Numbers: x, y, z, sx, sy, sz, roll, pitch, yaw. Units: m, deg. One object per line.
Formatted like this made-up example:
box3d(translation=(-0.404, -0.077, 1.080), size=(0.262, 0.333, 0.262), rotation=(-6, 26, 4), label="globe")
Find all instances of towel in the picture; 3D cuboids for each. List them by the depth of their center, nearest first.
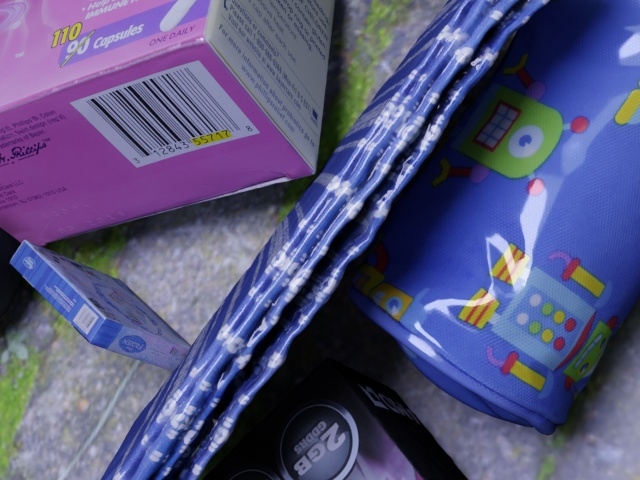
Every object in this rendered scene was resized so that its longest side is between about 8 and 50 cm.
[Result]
box3d(translation=(0.000, 0.000, 0.506), size=(0.040, 0.243, 0.336), rotation=(36, 91, -5), label="towel")

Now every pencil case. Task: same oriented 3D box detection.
box3d(translation=(0.131, -0.063, 0.495), size=(0.133, 0.119, 0.306), rotation=(30, 87, 37), label="pencil case")

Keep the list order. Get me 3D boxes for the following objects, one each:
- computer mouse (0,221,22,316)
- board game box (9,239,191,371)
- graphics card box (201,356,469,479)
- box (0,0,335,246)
box3d(translation=(-0.290, 0.020, 0.739), size=(0.272, 0.072, 0.188), rotation=(-13, 67, 38), label="computer mouse")
box3d(translation=(-0.131, 0.041, 0.621), size=(0.090, 0.090, 0.020), rotation=(36, 93, 35), label="board game box")
box3d(translation=(0.043, 0.261, 0.437), size=(0.233, 0.094, 0.371), rotation=(-45, 55, 8), label="graphics card box")
box3d(translation=(-0.111, -0.143, 0.634), size=(0.213, 0.117, 0.243), rotation=(-13, 52, 26), label="box")
